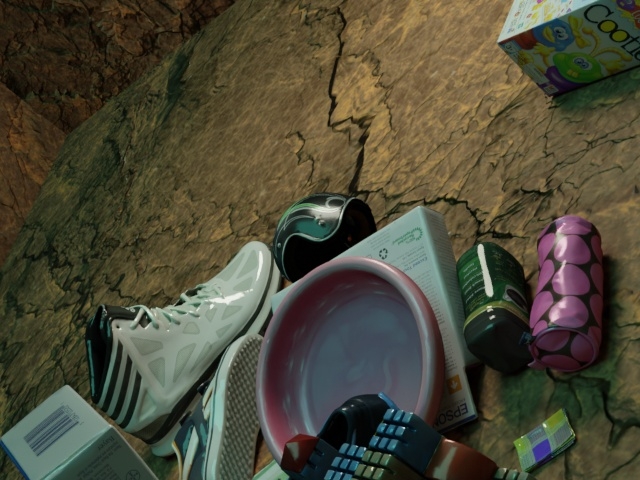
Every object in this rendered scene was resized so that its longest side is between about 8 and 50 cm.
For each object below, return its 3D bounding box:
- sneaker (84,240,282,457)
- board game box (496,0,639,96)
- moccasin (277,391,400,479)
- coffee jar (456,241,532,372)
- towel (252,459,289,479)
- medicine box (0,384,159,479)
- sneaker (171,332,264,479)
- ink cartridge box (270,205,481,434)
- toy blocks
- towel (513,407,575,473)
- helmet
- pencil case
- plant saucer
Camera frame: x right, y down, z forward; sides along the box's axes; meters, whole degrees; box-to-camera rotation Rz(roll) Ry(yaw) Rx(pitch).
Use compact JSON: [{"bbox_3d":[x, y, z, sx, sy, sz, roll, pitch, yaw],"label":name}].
[{"bbox_3d":[-0.256,0.141,2.201,0.169,0.257,0.447,-6,49,56],"label":"sneaker"},{"bbox_3d":[0.435,-0.351,1.878,0.275,0.142,0.144,-17,40,50],"label":"board game box"},{"bbox_3d":[-0.019,0.335,1.580,0.137,0.117,0.342,35,109,38],"label":"moccasin"},{"bbox_3d":[0.237,0.091,1.649,0.079,0.096,0.184,-40,26,26],"label":"coffee jar"},{"bbox_3d":[-0.059,0.385,1.825,0.113,0.023,0.152,-43,28,21],"label":"towel"},{"bbox_3d":[-0.340,0.404,1.921,0.149,0.289,0.263,-40,22,-16],"label":"medicine box"},{"bbox_3d":[-0.165,0.297,1.992,0.127,0.126,0.321,-22,38,36],"label":"sneaker"},{"bbox_3d":[0.082,0.166,1.778,0.324,0.071,0.330,-31,59,34],"label":"ink cartridge box"},{"bbox_3d":[0.126,0.289,1.365,0.381,0.261,0.191,-2,53,58],"label":"toy blocks"},{"bbox_3d":[0.273,0.244,1.482,0.083,0.009,0.060,-39,28,21],"label":"towel"},{"bbox_3d":[0.000,0.000,2.091,0.161,0.169,0.169,-9,44,32],"label":"helmet"},{"bbox_3d":[0.313,0.069,1.571,0.098,0.095,0.209,-54,13,46],"label":"pencil case"},{"bbox_3d":[0.050,0.191,1.696,0.332,0.084,0.332,-15,67,40],"label":"plant saucer"}]
